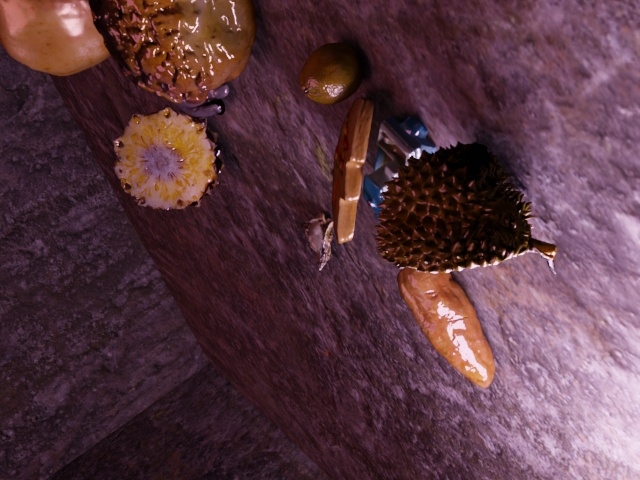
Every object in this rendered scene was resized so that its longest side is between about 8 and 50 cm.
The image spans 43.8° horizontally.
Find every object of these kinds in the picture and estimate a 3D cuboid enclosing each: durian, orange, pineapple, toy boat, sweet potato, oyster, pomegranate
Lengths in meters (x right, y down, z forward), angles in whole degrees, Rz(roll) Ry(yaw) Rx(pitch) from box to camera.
[{"bbox_3d":[0.176,-0.043,0.965,0.237,0.193,0.138,13,113,33],"label":"durian"},{"bbox_3d":[0.015,-0.238,1.143,0.085,0.095,0.085,44,162,18],"label":"orange"},{"bbox_3d":[-0.349,-0.204,1.942,0.263,0.262,0.272,58,-177,-8],"label":"pineapple"},{"bbox_3d":[0.100,-0.091,1.171,0.088,0.102,0.215,50,160,23],"label":"toy boat"},{"bbox_3d":[0.214,0.134,1.294,0.252,0.097,0.097,54,161,-11],"label":"sweet potato"},{"bbox_3d":[-0.001,0.003,1.627,0.166,0.053,0.109,120,141,-77],"label":"oyster"},{"bbox_3d":[-0.592,-0.520,1.733,0.342,0.342,0.342,46,159,24],"label":"pomegranate"}]

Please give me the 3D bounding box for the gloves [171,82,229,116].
[{"bbox_3d":[-0.288,-0.344,1.694,0.285,0.119,0.142,36,-176,37],"label":"gloves"}]

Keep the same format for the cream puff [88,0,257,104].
[{"bbox_3d":[-0.265,-0.396,1.349,0.327,0.231,0.343,57,161,5],"label":"cream puff"}]

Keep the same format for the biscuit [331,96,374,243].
[{"bbox_3d":[0.042,-0.120,1.202,0.239,0.041,0.212,100,176,-47],"label":"biscuit"}]
